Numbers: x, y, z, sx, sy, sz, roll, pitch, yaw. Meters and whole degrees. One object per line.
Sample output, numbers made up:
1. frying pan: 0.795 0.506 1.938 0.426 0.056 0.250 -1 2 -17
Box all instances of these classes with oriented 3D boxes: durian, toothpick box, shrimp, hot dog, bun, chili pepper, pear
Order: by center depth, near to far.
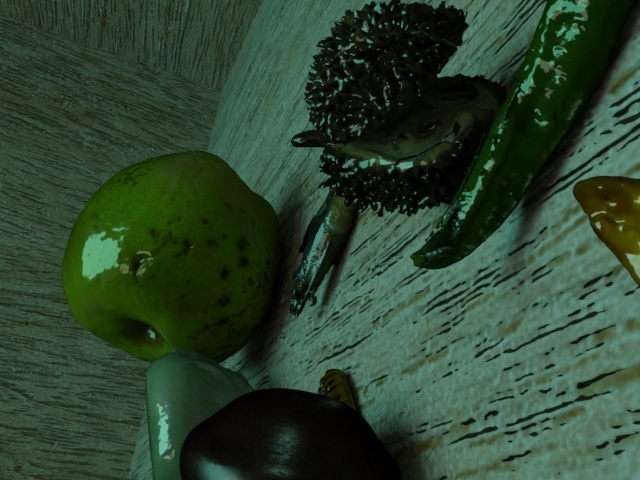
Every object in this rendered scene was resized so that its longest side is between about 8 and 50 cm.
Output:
1. chili pepper: 0.167 -0.134 0.475 0.085 0.076 0.359 -92 25 -84
2. toothpick box: -0.040 0.278 0.574 0.192 0.192 0.295 -173 93 -73
3. durian: 0.057 -0.108 0.576 0.196 0.196 0.167 -63 -9 32
4. hot dog: 0.016 0.181 0.725 0.122 0.036 0.049 -113 39 -67
5. shrimp: 0.000 0.000 0.940 0.217 0.051 0.150 -66 13 -2
6. bun: -0.158 0.293 0.975 0.283 0.179 0.284 175 90 -76
7. pear: -0.247 0.020 1.170 0.391 0.390 0.391 -164 90 -73

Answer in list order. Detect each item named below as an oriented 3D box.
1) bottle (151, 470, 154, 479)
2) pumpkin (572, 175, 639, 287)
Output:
1. bottle: -0.231 0.389 1.178 0.120 0.120 0.253 -159 87 -73
2. pumpkin: 0.189 0.046 0.202 0.258 0.095 0.290 125 159 -56
